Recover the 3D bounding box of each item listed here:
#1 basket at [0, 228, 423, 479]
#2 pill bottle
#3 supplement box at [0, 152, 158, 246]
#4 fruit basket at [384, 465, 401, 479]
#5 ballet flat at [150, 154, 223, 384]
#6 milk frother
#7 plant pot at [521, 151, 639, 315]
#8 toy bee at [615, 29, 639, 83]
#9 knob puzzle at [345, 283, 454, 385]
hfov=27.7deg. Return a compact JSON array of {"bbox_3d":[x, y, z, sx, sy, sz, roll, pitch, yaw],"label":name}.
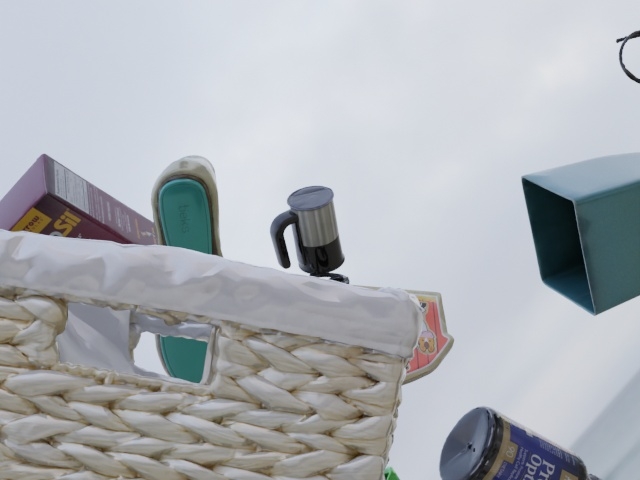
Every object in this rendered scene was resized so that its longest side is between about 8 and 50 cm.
[{"bbox_3d":[-0.117,0.146,0.880,0.331,0.328,0.266,85,-166,-85],"label":"basket"},{"bbox_3d":[0.278,0.319,1.739,0.123,0.219,0.122,-51,21,28],"label":"pill bottle"},{"bbox_3d":[-0.283,-0.002,1.531,0.104,0.080,0.188,-43,-54,19],"label":"supplement box"},{"bbox_3d":[-0.045,0.463,1.724,0.283,0.392,0.392,-46,-10,36],"label":"fruit basket"},{"bbox_3d":[-0.131,0.027,1.319,0.086,0.086,0.248,-31,-48,-49],"label":"ballet flat"},{"bbox_3d":[0.000,0.000,2.224,0.129,0.143,0.134,-36,-51,-35],"label":"milk frother"},{"bbox_3d":[0.426,-0.031,1.764,0.234,0.165,0.166,-18,18,-10],"label":"plant pot"},{"bbox_3d":[0.446,-0.245,1.365,0.298,0.195,0.162,-9,-14,6],"label":"toy bee"},{"bbox_3d":[0.087,0.123,1.752,0.213,0.213,0.030,-35,-34,-42],"label":"knob puzzle"}]
